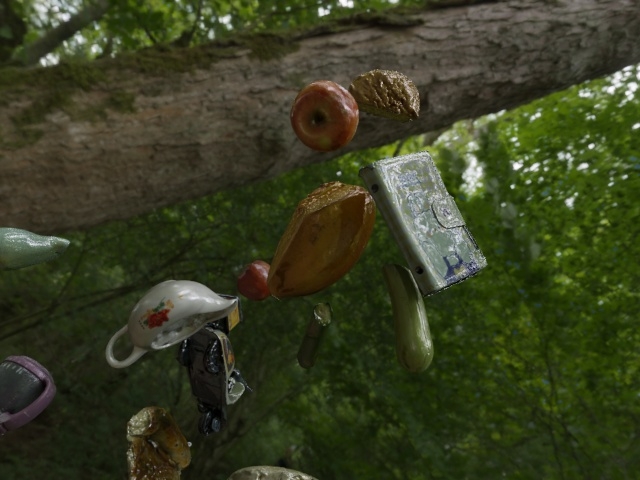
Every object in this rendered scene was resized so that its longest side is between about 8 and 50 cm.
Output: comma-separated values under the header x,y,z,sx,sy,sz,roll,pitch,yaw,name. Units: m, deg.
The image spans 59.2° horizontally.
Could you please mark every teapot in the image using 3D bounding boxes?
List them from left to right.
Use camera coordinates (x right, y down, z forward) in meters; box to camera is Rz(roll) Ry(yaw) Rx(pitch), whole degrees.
x,y,z,sx,sy,sz,roll,pitch,yaw,name
-0.588,0.312,1.085,0.148,0.146,0.116,24,-45,9,teapot
-0.252,0.127,0.921,0.092,0.226,0.145,56,-4,22,teapot

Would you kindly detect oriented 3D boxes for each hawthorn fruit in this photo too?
x,y,z,sx,sy,sz,roll,pitch,yaw,name
-0.191,0.129,1.685,0.125,0.125,0.140,136,-59,-65,hawthorn fruit

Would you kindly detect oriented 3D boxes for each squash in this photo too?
x,y,z,sx,sy,sz,roll,pitch,yaw,name
0.192,0.169,1.244,0.083,0.083,0.250,119,-35,-62,squash

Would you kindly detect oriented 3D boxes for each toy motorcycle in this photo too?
x,y,z,sx,sy,sz,roll,pitch,yaw,name
-0.204,0.254,1.113,0.090,0.157,0.263,7,-66,20,toy motorcycle

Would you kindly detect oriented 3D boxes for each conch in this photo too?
x,y,z,sx,sy,sz,roll,pitch,yaw,name
-0.488,0.023,0.877,0.065,0.180,0.088,59,-42,35,conch

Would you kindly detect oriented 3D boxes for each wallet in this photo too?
x,y,z,sx,sy,sz,roll,pitch,yaw,name
0.229,-0.043,1.247,0.077,0.223,0.310,-39,-108,45,wallet

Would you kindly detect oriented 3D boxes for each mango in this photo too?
x,y,z,sx,sy,sz,roll,pitch,yaw,name
0.000,0.000,1.364,0.199,0.350,0.201,31,-18,15,mango

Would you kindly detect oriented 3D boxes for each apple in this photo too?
x,y,z,sx,sy,sz,roll,pitch,yaw,name
0.012,-0.286,1.306,0.139,0.163,0.163,-51,124,-68,apple

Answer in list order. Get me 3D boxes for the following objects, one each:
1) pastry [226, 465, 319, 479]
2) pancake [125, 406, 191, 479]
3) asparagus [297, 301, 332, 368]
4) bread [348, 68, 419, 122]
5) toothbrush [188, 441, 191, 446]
x,y,z,sx,sy,sz,roll,pitch,yaw,name
-0.093,0.568,1.191,0.265,0.264,0.133,101,0,-53,pastry
-0.320,0.457,1.120,0.244,0.057,0.266,-97,173,-51,pancake
-0.015,0.257,1.490,0.060,0.067,0.278,28,-36,9,asparagus
0.190,-0.447,1.729,0.143,0.228,0.140,163,-62,-78,bread
-0.373,0.520,1.352,0.014,0.162,0.017,51,-56,19,toothbrush
